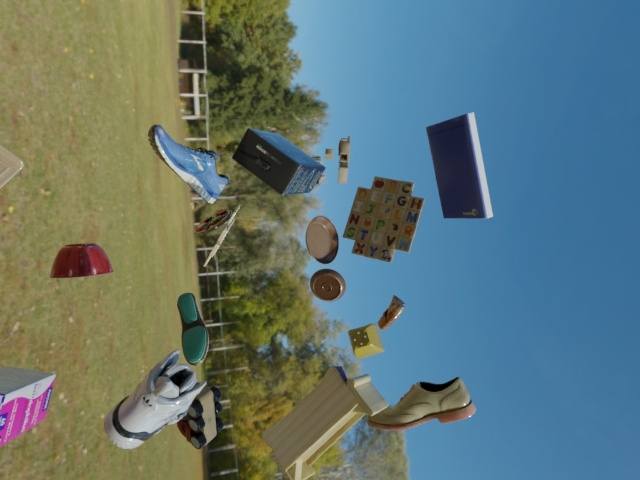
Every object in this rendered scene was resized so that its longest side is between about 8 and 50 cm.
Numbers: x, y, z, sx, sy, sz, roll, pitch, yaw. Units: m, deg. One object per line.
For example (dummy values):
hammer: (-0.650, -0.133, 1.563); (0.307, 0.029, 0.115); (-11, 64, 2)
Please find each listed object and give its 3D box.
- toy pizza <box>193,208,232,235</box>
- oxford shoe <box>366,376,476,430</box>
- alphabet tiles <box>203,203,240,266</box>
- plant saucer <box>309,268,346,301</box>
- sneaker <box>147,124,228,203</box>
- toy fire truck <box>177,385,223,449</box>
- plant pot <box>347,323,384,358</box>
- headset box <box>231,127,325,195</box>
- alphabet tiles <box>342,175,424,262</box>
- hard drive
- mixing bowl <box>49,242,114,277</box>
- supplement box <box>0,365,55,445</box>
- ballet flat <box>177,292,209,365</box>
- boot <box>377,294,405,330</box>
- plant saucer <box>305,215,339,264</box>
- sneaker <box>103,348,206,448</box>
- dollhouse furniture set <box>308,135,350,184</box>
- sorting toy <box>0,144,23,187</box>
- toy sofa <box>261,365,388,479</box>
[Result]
toy pizza: (-0.496, -0.090, 2.024); (0.032, 0.201, 0.201); (62, -5, -23)
oxford shoe: (0.346, 0.586, 1.617); (0.140, 0.398, 0.146); (-14, 86, -73)
alphabet tiles: (-0.413, -0.022, 1.891); (0.277, 0.021, 0.284); (-59, -170, 9)
plant saucer: (0.031, 0.209, 2.020); (0.029, 0.169, 0.168); (-58, 153, -65)
sneaker: (-0.440, -0.278, 1.508); (0.130, 0.147, 0.330); (36, -8, 46)
toy fire truck: (-0.502, 0.618, 1.615); (0.247, 0.159, 0.216); (14, -65, 29)
plant pot: (0.118, 0.273, 1.215); (0.083, 0.081, 0.081); (41, 31, -64)
headset box: (-0.152, -0.290, 1.655); (0.131, 0.246, 0.283); (-57, 169, 17)
alphabet tiles: (0.252, -0.090, 1.796); (0.011, 0.286, 0.342); (36, 70, -64)
hard drive: (0.440, -0.227, 1.425); (0.210, 0.040, 0.318); (-172, -113, -69)
mixing bowl: (-0.758, 0.060, 1.408); (0.181, 0.182, 0.098); (-169, -104, -74)
supplement box: (-0.668, 0.342, 0.924); (0.220, 0.114, 0.111); (148, -48, -81)
ballet flat: (-0.494, 0.354, 1.759); (0.106, 0.108, 0.315); (82, -9, -57)
boot: (0.330, 0.342, 2.111); (0.152, 0.073, 0.197); (-52, 175, 10)
plant saucer: (0.000, 0.000, 1.778); (0.036, 0.199, 0.198); (-10, -98, 39)
sneaker: (-0.383, 0.392, 1.182); (0.137, 0.210, 0.366); (47, 9, 7)
dollhouse furniture set: (-0.003, -0.450, 2.312); (0.286, 0.304, 0.197); (91, 2, -62)
sorting toy: (-0.944, -0.194, 1.171); (0.038, 0.193, 0.208); (-12, -138, 53)
toy sofa: (0.011, 0.544, 1.338); (0.177, 0.362, 0.150); (48, 11, 26)
